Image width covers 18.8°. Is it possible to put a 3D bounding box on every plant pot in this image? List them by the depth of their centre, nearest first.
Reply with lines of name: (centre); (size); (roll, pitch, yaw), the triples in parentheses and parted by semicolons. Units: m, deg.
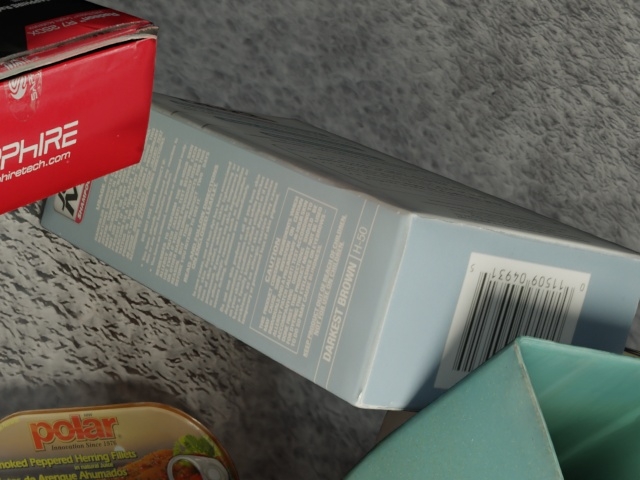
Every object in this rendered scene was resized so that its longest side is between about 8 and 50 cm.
plant pot: (0.096, 0.185, 1.043); (0.165, 0.234, 0.165); (13, 52, -44)

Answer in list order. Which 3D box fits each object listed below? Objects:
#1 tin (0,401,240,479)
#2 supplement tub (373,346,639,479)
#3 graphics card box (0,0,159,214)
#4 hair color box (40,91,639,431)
tin: (-0.132, 0.152, 1.169); (0.189, 0.040, 0.106); (1, 59, -42)
supplement tub: (0.216, 0.196, 1.287); (0.325, 0.235, 0.235); (17, 45, -32)
graphics card box: (-0.303, -0.104, 1.047); (0.371, 0.094, 0.233); (21, 28, 28)
hair color box: (0.000, 0.000, 1.197); (0.185, 0.114, 0.374); (10, 10, -37)
